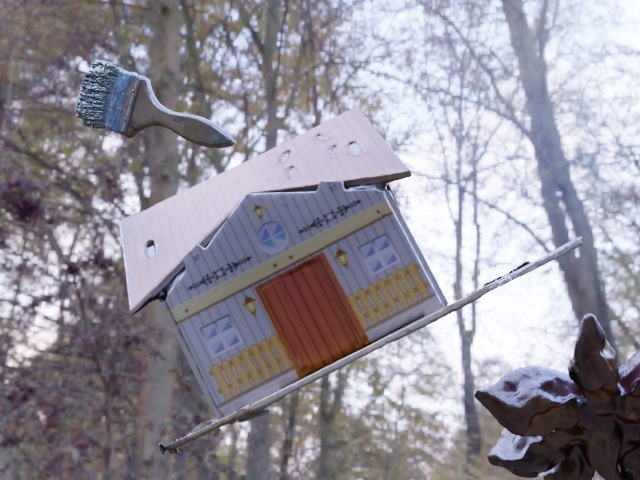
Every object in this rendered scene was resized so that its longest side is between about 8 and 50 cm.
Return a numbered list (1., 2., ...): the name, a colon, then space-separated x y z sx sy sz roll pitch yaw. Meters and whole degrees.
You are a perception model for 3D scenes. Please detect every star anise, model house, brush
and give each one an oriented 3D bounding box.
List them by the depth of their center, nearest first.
1. model house: 0.000 0.000 0.474 0.219 0.136 0.207 -28 -8 0
2. star anise: 0.176 0.111 0.553 0.167 0.057 0.168 7 -62 13
3. brush: -0.161 -0.122 0.866 0.196 0.070 0.021 22 9 28
